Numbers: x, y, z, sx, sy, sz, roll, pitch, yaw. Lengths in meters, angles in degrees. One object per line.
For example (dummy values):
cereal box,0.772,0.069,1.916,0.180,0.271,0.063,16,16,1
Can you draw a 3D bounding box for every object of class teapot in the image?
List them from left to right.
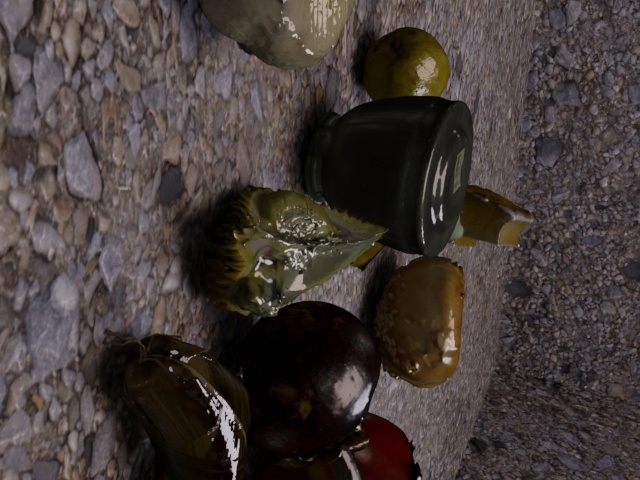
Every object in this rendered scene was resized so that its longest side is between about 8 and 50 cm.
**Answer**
teapot,0.115,-0.115,1.521,0.321,0.239,0.240,-11,113,-65

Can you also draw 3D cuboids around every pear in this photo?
pear,0.143,-0.288,1.643,0.162,0.148,0.149,33,70,-70

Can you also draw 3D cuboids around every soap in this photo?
soap,0.325,-0.059,2.157,0.281,0.259,0.143,8,100,-69

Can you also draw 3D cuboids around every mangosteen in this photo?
mangosteen,-0.003,0.226,1.339,0.289,0.231,0.231,54,30,-5

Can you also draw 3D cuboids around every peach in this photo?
peach,0.005,0.375,1.535,0.362,0.201,0.258,-129,-121,-76

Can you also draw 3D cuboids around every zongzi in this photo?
zongzi,-0.145,0.235,1.072,0.248,0.111,0.241,59,21,-66

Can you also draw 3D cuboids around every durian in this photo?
durian,-0.052,0.018,1.227,0.306,0.166,0.172,11,89,-62

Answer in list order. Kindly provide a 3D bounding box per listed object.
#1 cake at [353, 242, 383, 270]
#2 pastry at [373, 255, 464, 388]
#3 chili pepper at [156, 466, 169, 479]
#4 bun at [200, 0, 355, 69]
cake,0.105,-0.013,1.766,0.185,0.116,0.080,73,32,-47
pastry,0.205,0.168,2.046,0.315,0.184,0.285,40,55,-82
chili pepper,-0.168,0.323,1.199,0.084,0.086,0.192,108,3,-57
bun,-0.050,-0.307,1.065,0.239,0.141,0.239,7,90,-67
